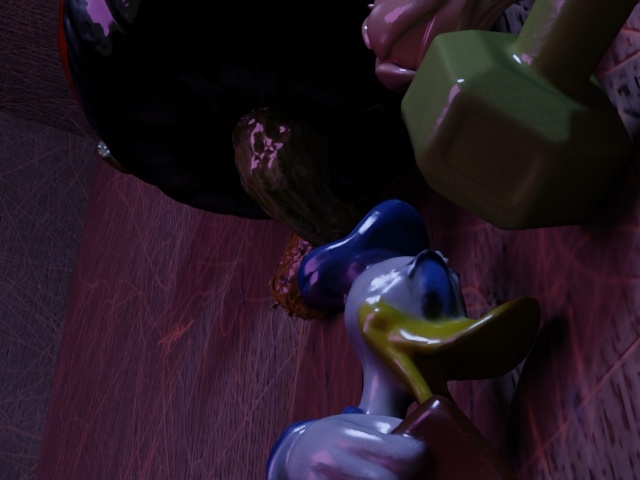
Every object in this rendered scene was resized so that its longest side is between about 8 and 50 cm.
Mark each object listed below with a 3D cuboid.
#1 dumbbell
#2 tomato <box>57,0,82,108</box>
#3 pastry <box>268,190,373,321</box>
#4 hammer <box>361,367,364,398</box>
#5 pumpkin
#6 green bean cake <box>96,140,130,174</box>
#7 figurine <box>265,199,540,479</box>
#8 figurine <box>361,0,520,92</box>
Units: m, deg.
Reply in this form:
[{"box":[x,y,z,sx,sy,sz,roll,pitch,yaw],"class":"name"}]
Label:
[{"box":[0.143,-0.146,0.556,0.108,0.121,0.302,-45,-17,-58],"class":"dumbbell"},{"box":[-0.165,-0.242,1.390,0.226,0.298,0.299,-38,-16,-47],"class":"tomato"},{"box":[0.000,0.000,0.977,0.080,0.056,0.140,-144,72,-81],"class":"pastry"},{"box":[0.031,0.122,0.817,0.065,0.021,0.178,123,157,-47],"class":"hammer"},{"box":[-0.037,-0.121,0.811,0.296,0.295,0.296,-164,90,-74],"class":"pumpkin"},{"box":[-0.111,-0.179,1.171,0.124,0.233,0.236,-24,-60,-58],"class":"green bean cake"},{"box":[0.012,0.114,0.592,0.283,0.204,0.338,134,152,-57],"class":"figurine"},{"box":[0.081,-0.158,0.671,0.157,0.126,0.114,-45,-22,-20],"class":"figurine"}]
